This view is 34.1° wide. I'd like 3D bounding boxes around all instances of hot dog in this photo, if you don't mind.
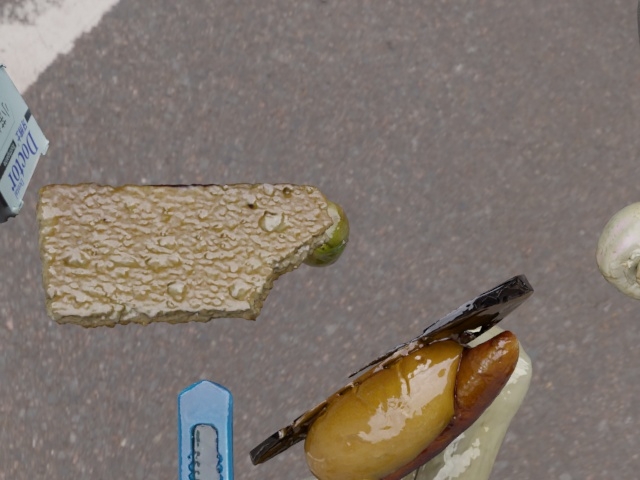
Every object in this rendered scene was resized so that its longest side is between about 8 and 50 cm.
[{"bbox_3d":[0.086,0.173,1.053,0.194,0.326,0.107,-18,71,-49],"label":"hot dog"}]

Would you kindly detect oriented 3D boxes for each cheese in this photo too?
[{"bbox_3d":[0.161,0.223,1.248,0.093,0.159,0.263,24,86,-16],"label":"cheese"}]

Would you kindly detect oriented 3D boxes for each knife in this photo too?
[{"bbox_3d":[-0.065,0.224,0.578,0.044,0.026,0.297,-1,94,9],"label":"knife"}]

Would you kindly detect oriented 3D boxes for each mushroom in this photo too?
[{"bbox_3d":[0.247,0.010,0.773,0.083,0.083,0.067,24,40,-3],"label":"mushroom"}]

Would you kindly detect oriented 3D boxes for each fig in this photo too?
[{"bbox_3d":[0.000,0.000,1.317,0.082,0.084,0.098,53,17,-27],"label":"fig"}]

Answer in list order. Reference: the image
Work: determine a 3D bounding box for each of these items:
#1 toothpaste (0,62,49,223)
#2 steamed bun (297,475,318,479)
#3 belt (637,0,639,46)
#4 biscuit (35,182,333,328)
[{"bbox_3d":[-0.321,-0.021,0.619,0.312,0.071,0.089,-15,35,12],"label":"toothpaste"},{"bbox_3d":[0.001,0.486,1.450,0.334,0.374,0.334,9,59,-16],"label":"steamed bun"},{"bbox_3d":[0.400,-0.211,0.942,0.206,0.267,0.116,10,64,-27],"label":"belt"},{"bbox_3d":[-0.096,0.009,0.808,0.237,0.026,0.131,-1,51,-22],"label":"biscuit"}]
